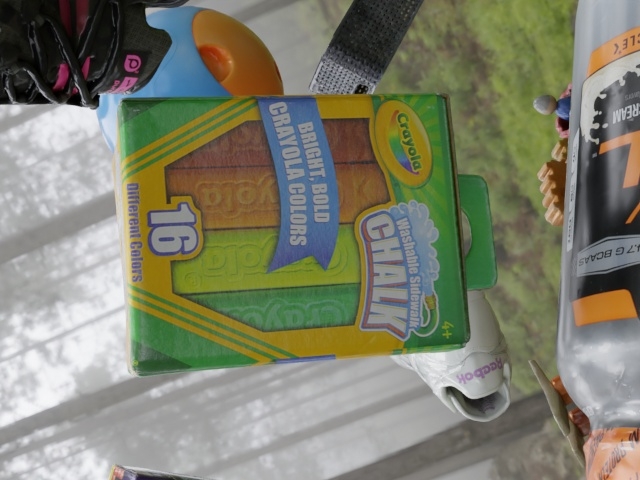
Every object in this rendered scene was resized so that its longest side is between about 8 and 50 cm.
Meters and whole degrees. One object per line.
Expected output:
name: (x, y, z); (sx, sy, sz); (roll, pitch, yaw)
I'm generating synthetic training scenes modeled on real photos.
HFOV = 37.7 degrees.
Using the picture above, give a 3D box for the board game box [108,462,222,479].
board game box: (-0.099, 0.257, 0.674); (0.141, 0.048, 0.170); (18, -100, -34)

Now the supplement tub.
supplement tub: (0.237, -0.010, 0.536); (0.193, 0.193, 0.316); (47, -132, -65)

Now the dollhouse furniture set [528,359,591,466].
dollhouse furniture set: (0.408, 0.162, 1.133); (0.259, 0.262, 0.135); (53, -168, -39)

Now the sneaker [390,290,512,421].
sneaker: (0.132, 0.127, 0.993); (0.305, 0.114, 0.152); (73, 175, -76)

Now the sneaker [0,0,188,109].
sneaker: (-0.251, -0.208, 0.886); (0.202, 0.185, 0.483); (44, -133, -13)

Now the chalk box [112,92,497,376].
chalk box: (0.000, 0.000, 0.506); (0.132, 0.213, 0.132); (147, 118, -75)

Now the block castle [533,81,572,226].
block castle: (0.430, -0.125, 1.216); (0.303, 0.212, 0.453); (105, 170, -46)

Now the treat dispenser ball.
treat dispenser ball: (-0.198, -0.212, 1.435); (0.288, 0.288, 0.288); (-22, -90, -80)

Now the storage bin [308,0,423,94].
storage bin: (0.065, -0.274, 1.283); (0.084, 0.180, 0.122); (29, 154, -2)
